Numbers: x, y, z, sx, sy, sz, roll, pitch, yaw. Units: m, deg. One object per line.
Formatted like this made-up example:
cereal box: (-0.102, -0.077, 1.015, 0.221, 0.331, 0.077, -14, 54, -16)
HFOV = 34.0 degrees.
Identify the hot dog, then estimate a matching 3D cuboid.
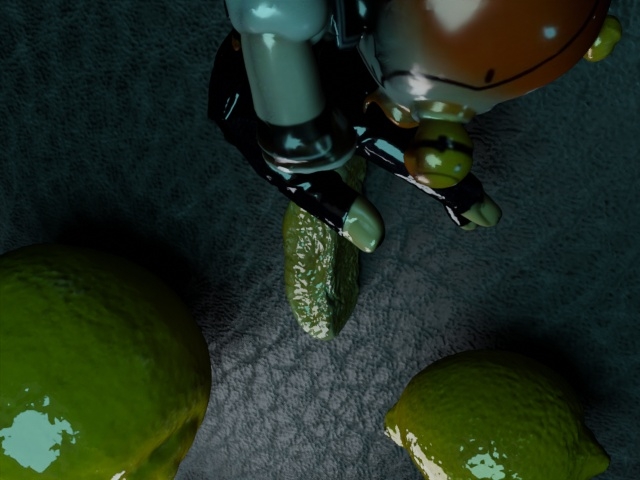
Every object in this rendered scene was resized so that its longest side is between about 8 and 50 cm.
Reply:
hot dog: (0.000, 0.000, 1.127, 0.073, 0.084, 0.242, 14, 129, 16)

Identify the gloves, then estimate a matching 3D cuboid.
gloves: (0.034, -0.098, 0.968, 0.301, 0.197, 0.152, 34, 158, -3)

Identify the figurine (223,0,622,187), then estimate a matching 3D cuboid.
figurine: (0.085, -0.206, 0.820, 0.323, 0.196, 0.320, -14, 84, -5)

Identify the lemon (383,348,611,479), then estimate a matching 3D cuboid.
lemon: (0.184, 0.206, 1.112, 0.244, 0.187, 0.187, 10, 127, 25)

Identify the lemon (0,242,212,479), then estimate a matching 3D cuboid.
lemon: (-0.300, 0.167, 1.244, 0.348, 0.348, 0.348, 14, 128, 18)
